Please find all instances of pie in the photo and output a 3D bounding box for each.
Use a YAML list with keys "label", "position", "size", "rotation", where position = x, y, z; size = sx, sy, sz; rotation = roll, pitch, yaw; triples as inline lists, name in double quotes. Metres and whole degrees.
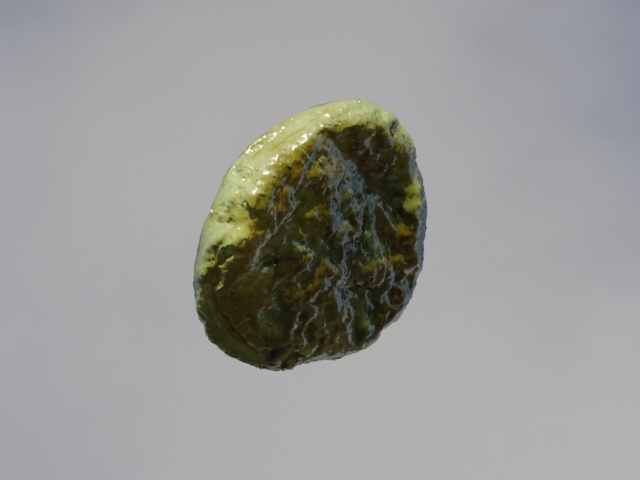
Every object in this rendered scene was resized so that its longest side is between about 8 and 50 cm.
- label: "pie"
  position: [0.000, 0.000, 1.269]
  size: [0.277, 0.078, 0.277]
  rotation: [-19, -61, -39]
